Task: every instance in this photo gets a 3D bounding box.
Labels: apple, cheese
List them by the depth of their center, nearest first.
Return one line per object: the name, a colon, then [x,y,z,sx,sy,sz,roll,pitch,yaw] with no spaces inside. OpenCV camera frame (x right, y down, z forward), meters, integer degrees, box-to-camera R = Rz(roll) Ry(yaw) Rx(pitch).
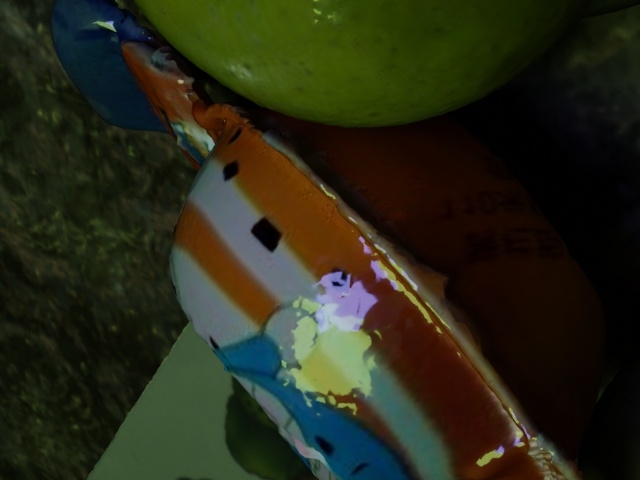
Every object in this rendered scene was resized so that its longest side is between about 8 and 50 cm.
apple: [0.020,-0.135,0.548,0.196,0.157,0.196,21,123,36]
cheese: [0.000,0.000,0.660,0.329,0.129,0.217,44,171,35]

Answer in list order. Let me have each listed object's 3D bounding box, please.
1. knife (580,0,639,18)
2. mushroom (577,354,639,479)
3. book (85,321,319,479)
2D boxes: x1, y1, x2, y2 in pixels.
knife: [0.171,-0.086,0.550,0.245,0.019,0.072,-7,112,43]
mushroom: [0.179,0.105,0.611,0.188,0.117,0.141,-1,127,38]
book: [-0.012,0.182,0.880,0.260,0.043,0.371,45,138,9]
